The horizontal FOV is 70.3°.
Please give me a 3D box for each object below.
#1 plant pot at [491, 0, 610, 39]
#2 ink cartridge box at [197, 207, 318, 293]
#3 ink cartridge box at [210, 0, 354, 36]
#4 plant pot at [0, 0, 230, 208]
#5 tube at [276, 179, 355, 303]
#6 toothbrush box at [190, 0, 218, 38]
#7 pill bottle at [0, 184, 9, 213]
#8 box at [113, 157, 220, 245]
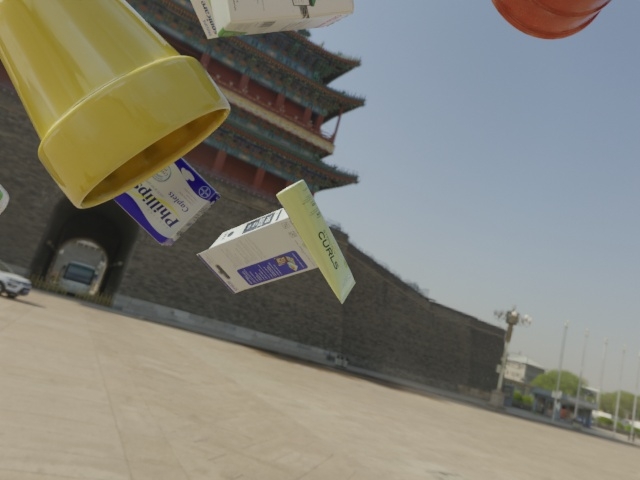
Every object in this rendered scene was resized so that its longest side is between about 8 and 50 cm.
[{"bbox_3d":[0.459,-0.526,0.756,0.272,0.273,0.265,17,-1,-7],"label":"plant pot"},{"bbox_3d":[-0.139,0.026,1.153,0.332,0.065,0.165,-19,-56,28],"label":"ink cartridge box"},{"bbox_3d":[-0.072,-0.426,0.801,0.219,0.093,0.160,-14,19,-17],"label":"ink cartridge box"},{"bbox_3d":[-0.293,-0.211,0.620,0.239,0.254,0.254,56,-24,-12],"label":"plant pot"},{"bbox_3d":[0.000,0.000,0.878,0.240,0.070,0.062,61,-21,-9],"label":"tube"},{"bbox_3d":[-0.273,-0.810,1.487,0.282,0.122,0.206,-7,-39,12],"label":"toothbrush box"},{"bbox_3d":[-0.604,-0.120,0.663,0.136,0.136,0.246,8,-41,30],"label":"pill bottle"},{"bbox_3d":[-0.278,-0.081,0.831,0.126,0.137,0.072,45,-4,-5],"label":"box"}]
